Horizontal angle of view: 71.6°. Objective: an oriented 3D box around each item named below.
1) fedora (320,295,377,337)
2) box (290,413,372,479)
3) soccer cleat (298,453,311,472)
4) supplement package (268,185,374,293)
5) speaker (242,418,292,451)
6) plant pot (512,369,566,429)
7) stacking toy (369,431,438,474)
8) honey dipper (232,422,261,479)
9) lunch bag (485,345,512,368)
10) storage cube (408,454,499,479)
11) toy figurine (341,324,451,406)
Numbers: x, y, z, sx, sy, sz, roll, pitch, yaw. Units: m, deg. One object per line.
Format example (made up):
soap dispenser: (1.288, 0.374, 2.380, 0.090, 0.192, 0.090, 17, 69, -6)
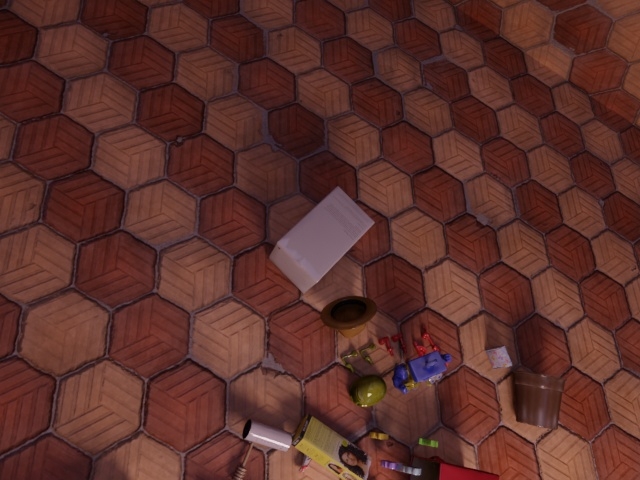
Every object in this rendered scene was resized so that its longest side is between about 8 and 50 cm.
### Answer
fedora: (0.094, 0.250, 1.419, 0.194, 0.194, 0.079, -20, 113, -21)
box: (0.034, 0.610, 1.288, 0.232, 0.058, 0.087, 33, 34, -2)
soccer cleat: (-0.041, 0.634, 1.292, 0.035, 0.029, 0.083, 40, 61, 11)
supplement package: (0.000, 0.000, 1.456, 0.177, 0.175, 0.293, 45, 65, 2)
speaker: (-0.151, 0.552, 1.257, 0.136, 0.055, 0.055, 27, 64, -20)
plant pot: (0.722, 0.531, 1.480, 0.166, 0.167, 0.165, 14, 75, -10)
stacking toy: (0.228, 0.648, 1.272, 0.052, 0.221, 0.167, 29, 60, -41)
honey dipper: (-0.204, 0.597, 1.258, 0.030, 0.030, 0.161, 25, 64, -6)
lunch bag: (0.622, 0.402, 1.533, 0.053, 0.083, 0.071, -16, 74, -20)
storage cube: (0.375, 0.749, 1.280, 0.193, 0.184, 0.215, 17, 66, -11)
toy figurine: (0.269, 0.376, 1.370, 0.362, 0.217, 0.191, -12, 74, -20)
